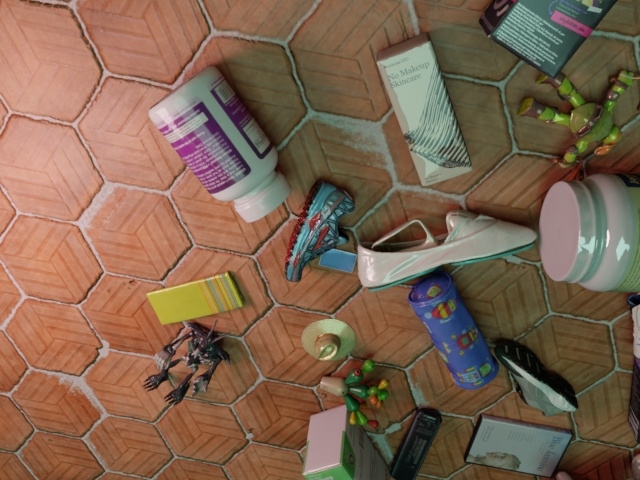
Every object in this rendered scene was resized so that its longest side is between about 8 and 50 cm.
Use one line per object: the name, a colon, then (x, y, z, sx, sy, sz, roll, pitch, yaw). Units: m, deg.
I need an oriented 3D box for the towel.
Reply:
towel: (-0.317, 0.147, 1.528, 0.238, 0.021, 0.102, -15, 111, 15)

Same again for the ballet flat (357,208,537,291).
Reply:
ballet flat: (0.263, 0.004, 1.326, 0.401, 0.139, 0.139, -17, 116, 16)

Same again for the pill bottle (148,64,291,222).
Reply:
pill bottle: (-0.194, -0.189, 1.237, 0.169, 0.169, 0.301, -28, 112, 20)

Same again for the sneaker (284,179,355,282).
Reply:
sneaker: (0.000, 0.000, 1.359, 0.125, 0.104, 0.261, 20, 120, -7)

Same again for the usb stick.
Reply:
usb stick: (0.264, 0.577, 1.686, 0.077, 0.045, 0.277, 18, 120, 5)

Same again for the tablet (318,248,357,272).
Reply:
tablet: (0.041, 0.045, 1.434, 0.084, 0.006, 0.054, 13, 120, -2)

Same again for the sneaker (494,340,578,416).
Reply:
sneaker: (0.522, 0.355, 1.501, 0.271, 0.100, 0.108, 41, 121, -16)

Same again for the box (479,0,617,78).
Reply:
box: (0.415, -0.440, 1.025, 0.143, 0.165, 0.270, 31, 118, -10)

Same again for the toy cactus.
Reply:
toy cactus: (0.087, 0.403, 1.586, 0.181, 0.112, 0.218, 9, 129, 13)

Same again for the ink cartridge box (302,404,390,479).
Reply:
ink cartridge box: (0.080, 0.632, 1.641, 0.122, 0.211, 0.289, -23, 114, 17)

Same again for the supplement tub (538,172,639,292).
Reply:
supplement tub: (0.626, -0.014, 1.185, 0.325, 0.235, 0.235, 2, 120, -1)

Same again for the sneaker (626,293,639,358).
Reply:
sneaker: (0.748, 0.173, 1.389, 0.086, 0.085, 0.237, 14, 128, 29)

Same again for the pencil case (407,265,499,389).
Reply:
pencil case: (0.311, 0.212, 1.431, 0.119, 0.133, 0.306, -37, 114, -11)

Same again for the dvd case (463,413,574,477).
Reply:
dvd case: (0.541, 0.569, 1.661, 0.253, 0.022, 0.180, 10, 120, 1)

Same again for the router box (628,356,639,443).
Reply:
router box: (0.934, 0.378, 1.473, 0.309, 0.081, 0.242, -6, 118, 10)

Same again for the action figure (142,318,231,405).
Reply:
action figure: (-0.342, 0.325, 1.562, 0.164, 0.141, 0.275, 40, 118, -2)

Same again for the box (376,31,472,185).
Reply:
box: (0.207, -0.255, 1.194, 0.113, 0.094, 0.275, -19, 116, 16)

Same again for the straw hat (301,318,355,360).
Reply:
straw hat: (0.018, 0.271, 1.532, 0.145, 0.061, 0.144, 3, 120, 5)

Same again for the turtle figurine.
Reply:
turtle figurine: (0.501, -0.230, 1.178, 0.218, 0.087, 0.269, 26, 119, -8)

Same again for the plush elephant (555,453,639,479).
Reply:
plush elephant: (0.718, 0.729, 1.607, 0.256, 0.330, 0.271, 19, 129, 17)
